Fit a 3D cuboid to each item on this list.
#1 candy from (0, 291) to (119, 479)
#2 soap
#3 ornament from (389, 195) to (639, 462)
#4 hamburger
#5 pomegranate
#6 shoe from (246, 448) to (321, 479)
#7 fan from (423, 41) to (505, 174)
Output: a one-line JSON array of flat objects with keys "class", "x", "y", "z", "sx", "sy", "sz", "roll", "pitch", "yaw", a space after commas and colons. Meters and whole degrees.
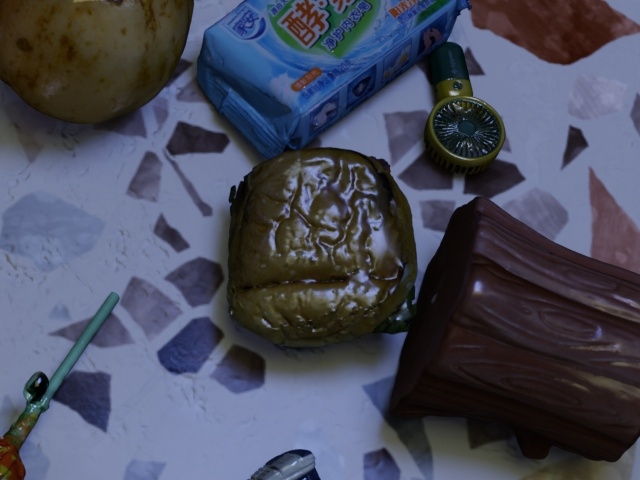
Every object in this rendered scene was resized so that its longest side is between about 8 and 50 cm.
[{"class": "candy", "x": -0.252, "y": 0.150, "z": 1.625, "sx": 0.084, "sy": 0.078, "sz": 0.288, "roll": 29, "pitch": 52, "yaw": 6}, {"class": "soap", "x": 0.012, "y": -0.213, "z": 1.833, "sx": 0.156, "sy": 0.077, "sz": 0.293, "roll": 40, "pitch": 63, "yaw": 20}, {"class": "ornament", "x": 0.203, "y": 0.098, "z": 1.686, "sx": 0.217, "sy": 0.235, "sz": 0.221, "roll": 21, "pitch": 88, "yaw": -6}, {"class": "hamburger", "x": 0.000, "y": 0.000, "z": 1.708, "sx": 0.183, "sy": 0.130, "sz": 0.206, "roll": -3, "pitch": 60, "yaw": -1}, {"class": "pomegranate", "x": -0.232, "y": -0.215, "z": 1.725, "sx": 0.215, "sy": 0.215, "sz": 0.215, "roll": 5, "pitch": 65, "yaw": -11}, {"class": "shoe", "x": -0.049, "y": 0.253, "z": 1.630, "sx": 0.143, "sy": 0.064, "sz": 0.071, "roll": -41, "pitch": 98, "yaw": -20}, {"class": "fan", "x": 0.142, "y": -0.138, "z": 1.862, "sx": 0.082, "sy": 0.039, "sz": 0.155, "roll": -2, "pitch": 62, "yaw": -13}]
